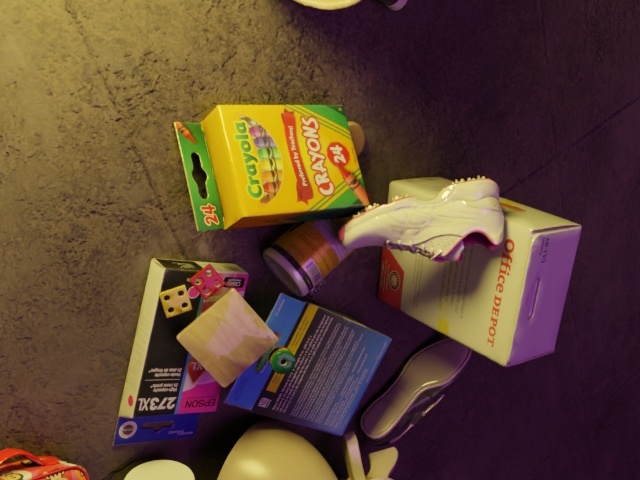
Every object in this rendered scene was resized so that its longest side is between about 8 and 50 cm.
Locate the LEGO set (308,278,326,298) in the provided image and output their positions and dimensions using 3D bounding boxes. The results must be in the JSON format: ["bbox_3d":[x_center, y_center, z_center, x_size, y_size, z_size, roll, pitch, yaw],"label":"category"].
[{"bbox_3d":[-0.008,0.084,1.517,0.054,0.023,0.083,-24,121,-28],"label":"LEGO set"}]

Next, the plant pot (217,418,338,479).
[{"bbox_3d":[-0.066,0.527,1.471,0.284,0.190,0.284,-37,133,-53],"label":"plant pot"}]

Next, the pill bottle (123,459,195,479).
[{"bbox_3d":[-0.304,0.586,1.388,0.176,0.176,0.319,-10,114,-34],"label":"pill bottle"}]

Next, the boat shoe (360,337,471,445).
[{"bbox_3d":[0.231,0.364,1.768,0.335,0.112,0.095,-39,145,-12],"label":"boat shoe"}]

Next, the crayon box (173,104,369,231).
[{"bbox_3d":[-0.079,-0.130,1.280,0.318,0.081,0.202,-8,79,-35],"label":"crayon box"}]

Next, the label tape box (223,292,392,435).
[{"bbox_3d":[-0.040,0.243,1.502,0.333,0.106,0.241,28,90,-39],"label":"label tape box"}]

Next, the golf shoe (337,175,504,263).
[{"bbox_3d":[0.185,-0.016,1.327,0.306,0.140,0.115,-15,167,7],"label":"golf shoe"}]

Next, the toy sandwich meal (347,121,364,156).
[{"bbox_3d":[0.052,-0.195,1.452,0.085,0.029,0.086,-12,110,-36],"label":"toy sandwich meal"}]

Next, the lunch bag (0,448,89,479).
[{"bbox_3d":[-0.511,0.464,1.171,0.293,0.120,0.258,1,92,-53],"label":"lunch bag"}]

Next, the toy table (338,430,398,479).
[{"bbox_3d":[0.084,0.563,1.646,0.252,0.161,0.274,-2,130,-23],"label":"toy table"}]

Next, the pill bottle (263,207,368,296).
[{"bbox_3d":[0.000,0.000,1.428,0.208,0.119,0.119,-42,128,-17],"label":"pill bottle"}]

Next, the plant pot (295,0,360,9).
[{"bbox_3d":[0.040,-0.585,1.128,0.305,0.333,0.334,-51,131,-26],"label":"plant pot"}]

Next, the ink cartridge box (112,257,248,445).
[{"bbox_3d":[-0.260,0.218,1.356,0.175,0.069,0.371,5,106,-39],"label":"ink cartridge box"}]

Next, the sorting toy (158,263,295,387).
[{"bbox_3d":[-0.173,0.163,1.312,0.132,0.046,0.274,-41,112,-6],"label":"sorting toy"}]

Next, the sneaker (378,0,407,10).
[{"bbox_3d":[0.133,-0.547,1.340,0.106,0.078,0.234,-1,110,-40],"label":"sneaker"}]

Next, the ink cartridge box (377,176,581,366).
[{"bbox_3d":[0.309,0.050,1.509,0.160,0.384,0.279,-7,112,-36],"label":"ink cartridge box"}]
